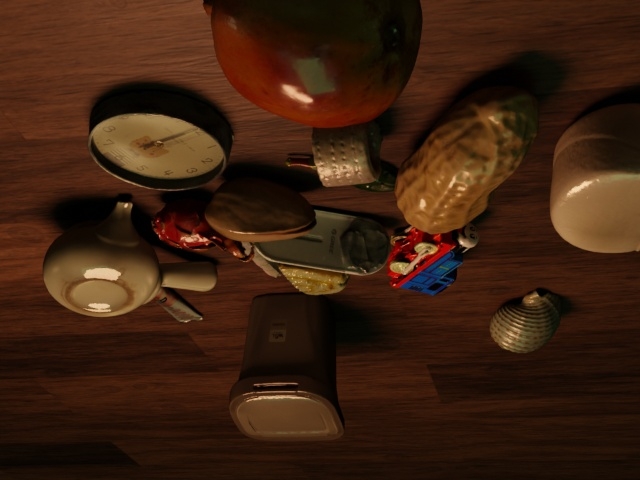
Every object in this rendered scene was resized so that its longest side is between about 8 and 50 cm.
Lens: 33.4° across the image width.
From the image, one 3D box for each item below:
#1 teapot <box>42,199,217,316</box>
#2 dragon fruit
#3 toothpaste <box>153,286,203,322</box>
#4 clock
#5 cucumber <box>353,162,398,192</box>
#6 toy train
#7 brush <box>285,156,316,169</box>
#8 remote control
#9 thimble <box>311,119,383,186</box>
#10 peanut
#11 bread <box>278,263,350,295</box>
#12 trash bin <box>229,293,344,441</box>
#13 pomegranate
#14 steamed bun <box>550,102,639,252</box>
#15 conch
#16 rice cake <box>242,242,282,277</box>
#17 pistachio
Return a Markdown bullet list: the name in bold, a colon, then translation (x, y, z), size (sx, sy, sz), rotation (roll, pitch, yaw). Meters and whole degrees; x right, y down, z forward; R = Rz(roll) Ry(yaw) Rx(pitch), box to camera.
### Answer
- **teapot**: translation (-0.358, 0.063, 1.961), size (0.220, 0.149, 0.318), rotation (-20, 143, 22)
- **dragon fruit**: translation (-0.196, -0.018, 1.837), size (0.191, 0.094, 0.094), rotation (17, 153, 10)
- **toothpaste**: translation (-0.309, 0.129, 2.200), size (0.056, 0.036, 0.205), rotation (-8, 153, 17)
- **clock**: translation (-0.251, -0.151, 1.663), size (0.226, 0.049, 0.226), rotation (4, 152, 2)
- **cucumber**: translation (0.089, -0.098, 1.734), size (0.107, 0.035, 0.067), rotation (16, 148, -25)
- **toy train**: translation (0.200, 0.018, 1.885), size (0.131, 0.082, 0.204), rotation (16, 151, -20)
- **brush**: translation (-0.015, -0.124, 1.714), size (0.083, 0.018, 0.021), rotation (0, 161, 3)
- **remote control**: translation (0.000, 0.000, 1.857), size (0.247, 0.104, 0.052), rotation (10, 171, -8)
- **thimble**: translation (0.043, -0.135, 1.605), size (0.090, 0.102, 0.115), rotation (-5, 179, 15)
- **peanut**: translation (0.216, -0.116, 1.583), size (0.153, 0.140, 0.325), rotation (-2, 152, -29)
- **bread**: translation (0.002, 0.039, 1.924), size (0.110, 0.103, 0.156), rotation (-5, 158, 27)
- **trash bin**: translation (-0.060, 0.256, 2.176), size (0.220, 0.250, 0.219), rotation (-2, 150, 9)
- **pomegranate**: translation (-0.020, -0.257, 1.266), size (0.270, 0.229, 0.252), rotation (14, 169, 32)
- **steamed bun**: translation (0.428, -0.092, 1.582), size (0.164, 0.146, 0.241), rotation (9, 152, 2)
- **conch**: translation (0.415, 0.171, 2.128), size (0.135, 0.102, 0.153), rotation (5, 155, -35)
- **rice cake**: translation (-0.122, 0.009, 1.946), size (0.034, 0.043, 0.211), rotation (-2, 152, 26)
- **pistachio**: translation (-0.098, -0.047, 1.766), size (0.186, 0.126, 0.108), rotation (2, 120, -6)
